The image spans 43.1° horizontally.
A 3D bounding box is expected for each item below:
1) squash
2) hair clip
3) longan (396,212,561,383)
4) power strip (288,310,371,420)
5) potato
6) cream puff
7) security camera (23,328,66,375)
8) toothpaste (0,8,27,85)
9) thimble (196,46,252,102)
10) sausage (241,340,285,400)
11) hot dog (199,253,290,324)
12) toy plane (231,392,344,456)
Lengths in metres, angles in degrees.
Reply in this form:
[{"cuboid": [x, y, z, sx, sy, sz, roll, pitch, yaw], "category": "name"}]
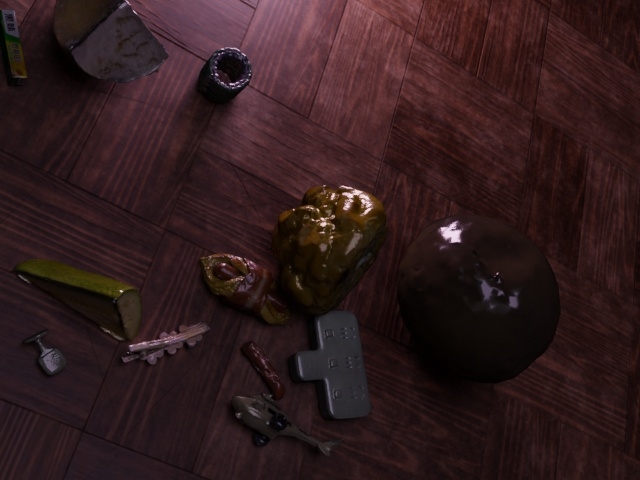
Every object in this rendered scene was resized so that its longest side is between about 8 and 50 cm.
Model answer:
[{"cuboid": [-0.518, 0.113, 1.755, 0.252, 0.169, 0.093, 15, 54, 13], "category": "squash"}, {"cuboid": [-0.341, 0.230, 1.795, 0.214, 0.056, 0.062, -13, 61, -42], "category": "hair clip"}, {"cuboid": [0.401, 0.145, 2.066, 0.404, 0.404, 0.436, -38, 95, -36], "category": "longan"}, {"cuboid": [0.017, 0.304, 1.968, 0.194, 0.059, 0.265, 2, 70, -30], "category": "power strip"}, {"cuboid": [-0.536, -0.506, 1.963, 0.189, 0.211, 0.264, -41, 56, -1], "category": "potato"}, {"cuboid": [-0.001, 0.001, 1.964, 0.257, 0.291, 0.324, 35, 72, 17], "category": "cream puff"}, {"cuboid": [-0.564, 0.233, 1.666, 0.058, 0.058, 0.092, -31, 100, -36], "category": "security camera"}, {"cuboid": [-0.709, -0.442, 1.858, 0.037, 0.043, 0.178, -6, 73, -33], "category": "toothpaste"}, {"cuboid": [-0.247, -0.425, 2.096, 0.118, 0.090, 0.135, 33, 57, -15], "category": "thimble"}, {"cuboid": [-0.130, 0.303, 1.897, 0.158, 0.042, 0.036, 58, 16, 0], "category": "sausage"}, {"cuboid": [-0.169, 0.108, 1.918, 0.261, 0.093, 0.123, 28, 59, -18], "category": "hot dog"}, {"cuboid": [-0.080, 0.424, 1.852, 0.286, 0.092, 0.108, 32, 32, -13], "category": "toy plane"}]
